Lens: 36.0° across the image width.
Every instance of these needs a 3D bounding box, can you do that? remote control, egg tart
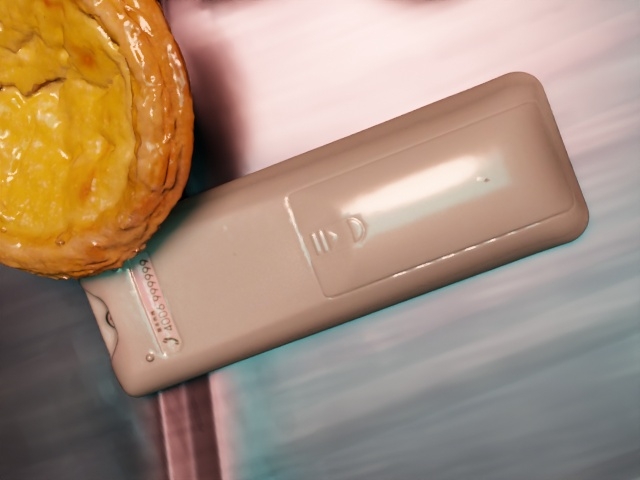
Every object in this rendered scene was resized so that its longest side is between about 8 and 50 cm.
[{"bbox_3d":[0.000,0.000,0.564,0.293,0.051,0.103,-21,92,10],"label":"remote control"},{"bbox_3d":[-0.141,-0.072,0.550,0.191,0.074,0.191,8,108,25],"label":"egg tart"}]
